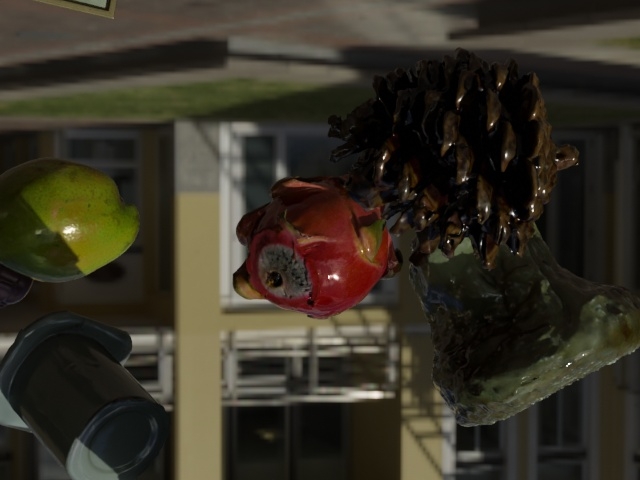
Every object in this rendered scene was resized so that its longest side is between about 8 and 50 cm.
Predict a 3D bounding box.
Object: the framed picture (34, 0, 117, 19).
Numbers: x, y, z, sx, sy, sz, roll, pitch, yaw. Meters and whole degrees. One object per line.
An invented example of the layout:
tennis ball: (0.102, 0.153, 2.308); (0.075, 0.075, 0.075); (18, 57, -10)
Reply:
framed picture: (-0.296, -0.375, 1.574); (0.135, 0.201, 0.010); (11, 173, -16)

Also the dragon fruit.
dragon fruit: (-0.003, 0.004, 1.899); (0.224, 0.224, 0.227); (1, -165, 30)

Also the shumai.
shumai: (0.282, 0.080, 1.958); (0.324, 0.323, 0.397); (-34, 170, 24)

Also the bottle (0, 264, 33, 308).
bottle: (-0.537, 0.019, 1.972); (0.233, 0.110, 0.110); (30, 166, -30)

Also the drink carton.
drink carton: (-0.317, 0.227, 1.763); (0.191, 0.185, 0.189); (29, -170, -47)

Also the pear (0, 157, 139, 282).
pear: (-0.375, -0.033, 1.919); (0.219, 0.188, 0.187); (-4, -178, -3)

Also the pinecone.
pinecone: (0.147, -0.095, 1.444); (0.257, 0.244, 0.243); (17, -170, 30)
